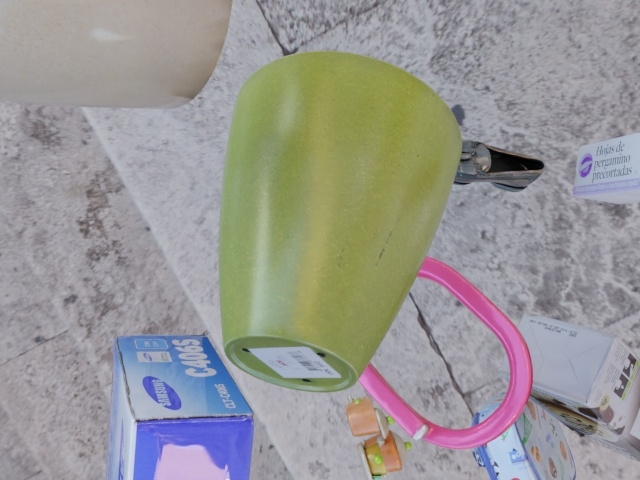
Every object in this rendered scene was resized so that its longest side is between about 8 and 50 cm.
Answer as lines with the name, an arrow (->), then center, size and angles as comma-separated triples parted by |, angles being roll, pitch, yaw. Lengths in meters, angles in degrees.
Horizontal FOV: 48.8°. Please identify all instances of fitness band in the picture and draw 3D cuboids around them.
fitness band -> 0.152, 0.149, 0.976 | 0.209, 0.054, 0.291 | -46, 65, 2

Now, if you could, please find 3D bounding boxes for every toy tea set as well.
toy tea set -> 0.135, 0.426, 1.563 | 0.124, 0.336, 0.200 | -16, 78, -1

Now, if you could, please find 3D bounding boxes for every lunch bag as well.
lunch bag -> 0.398, 0.418, 1.359 | 0.115, 0.303, 0.243 | -25, 82, 27

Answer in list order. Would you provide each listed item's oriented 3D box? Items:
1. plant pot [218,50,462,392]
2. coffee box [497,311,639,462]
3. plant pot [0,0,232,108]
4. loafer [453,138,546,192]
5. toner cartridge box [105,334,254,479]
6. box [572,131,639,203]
plant pot -> 0.000, 0.000, 0.761 | 0.274, 0.275, 0.294 | 15, 59, -2
coffee box -> 0.451, 0.248, 1.153 | 0.297, 0.168, 0.119 | 37, 75, -34
plant pot -> -0.241, -0.200, 0.477 | 0.274, 0.256, 0.257 | -18, 101, -37
loafer -> 0.327, -0.159, 1.394 | 0.267, 0.084, 0.096 | 6, 69, -28
toner cartridge box -> -0.115, 0.256, 0.496 | 0.075, 0.165, 0.348 | 3, 98, -21
box -> 0.357, -0.077, 0.674 | 0.067, 0.324, 0.063 | 9, 89, -9
